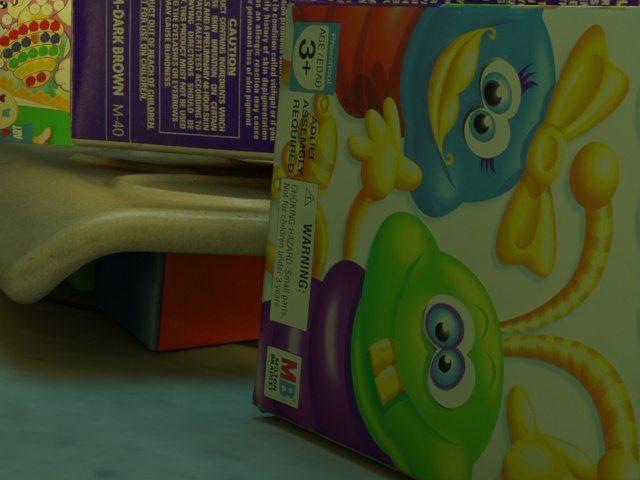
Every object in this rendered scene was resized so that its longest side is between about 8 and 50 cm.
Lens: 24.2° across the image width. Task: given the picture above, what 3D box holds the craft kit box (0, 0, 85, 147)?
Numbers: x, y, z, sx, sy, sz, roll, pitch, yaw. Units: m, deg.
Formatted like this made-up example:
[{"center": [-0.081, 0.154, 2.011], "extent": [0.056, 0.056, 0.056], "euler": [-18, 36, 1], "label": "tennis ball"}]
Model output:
[{"center": [-0.183, -0.129, 0.932], "extent": [0.246, 0.250, 0.061], "euler": [3, 29, -17], "label": "craft kit box"}]

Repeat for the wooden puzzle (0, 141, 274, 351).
[{"center": [0.000, 0.000, 0.732], "extent": [0.347, 0.081, 0.322], "euler": [-3, 9, -21], "label": "wooden puzzle"}]

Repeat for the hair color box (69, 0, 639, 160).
[{"center": [0.069, -0.088, 0.701], "extent": [0.338, 0.110, 0.185], "euler": [8, 10, 30], "label": "hair color box"}]

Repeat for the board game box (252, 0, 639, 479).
[{"center": [0.116, 0.008, 0.420], "extent": [0.144, 0.142, 0.275], "euler": [0, 8, -34], "label": "board game box"}]
